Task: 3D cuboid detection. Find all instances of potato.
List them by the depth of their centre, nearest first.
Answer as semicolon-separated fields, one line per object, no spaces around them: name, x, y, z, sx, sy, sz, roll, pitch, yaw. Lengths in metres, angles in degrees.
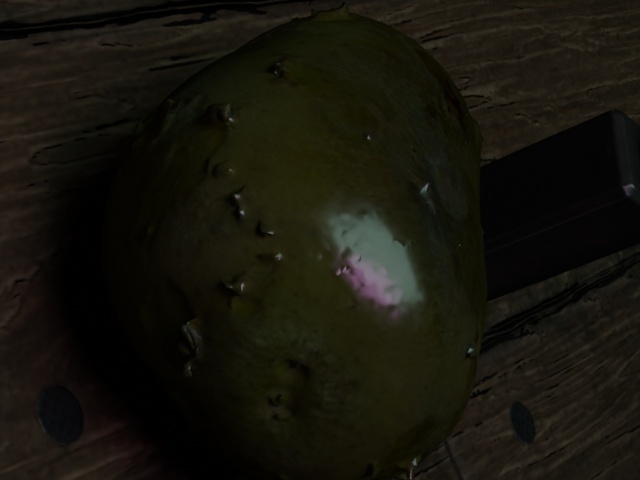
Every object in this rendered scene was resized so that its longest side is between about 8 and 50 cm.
potato;-0.008;-0.017;1.101;0.269;0.219;0.359;56;27;-33

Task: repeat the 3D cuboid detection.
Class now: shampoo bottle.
shampoo bottle;0.175;-0.024;1.325;0.080;0.246;0.079;30;47;-43
